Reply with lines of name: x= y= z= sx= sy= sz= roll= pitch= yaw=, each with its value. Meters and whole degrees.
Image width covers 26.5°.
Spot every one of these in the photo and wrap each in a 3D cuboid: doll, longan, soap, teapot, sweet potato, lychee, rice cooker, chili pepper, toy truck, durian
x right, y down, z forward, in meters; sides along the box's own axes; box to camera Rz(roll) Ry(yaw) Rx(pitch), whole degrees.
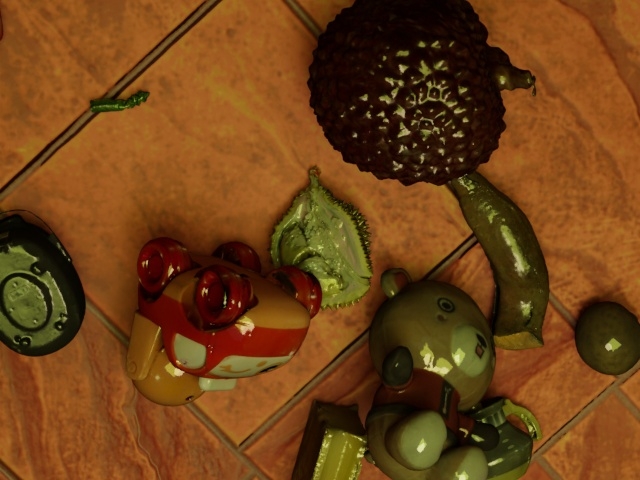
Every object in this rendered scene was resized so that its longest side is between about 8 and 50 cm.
doll: x=0.146 y=0.204 z=1.850 sx=0.235 sy=0.330 sz=0.174 roll=37 pitch=135 yaw=-24
longan: x=0.422 y=0.137 z=1.972 sx=0.119 sy=0.106 sz=0.106 roll=-45 pitch=108 yaw=-37
soap: x=-0.002 y=0.352 z=1.936 sx=0.076 sy=0.135 sz=0.233 roll=16 pitch=100 yaw=-11
teapot: x=0.252 y=0.288 z=1.974 sx=0.165 sy=0.130 sz=0.119 roll=-20 pitch=89 yaw=-36
sweet potato: x=0.259 y=0.025 z=1.922 sx=0.112 sy=0.085 sz=0.286 roll=-26 pitch=105 yaw=-15
lychee: x=0.131 y=-0.200 z=1.774 sx=0.300 sy=0.264 sz=0.264 roll=-1 pitch=103 yaw=12
rice cooker: x=-0.397 y=0.061 z=1.825 sx=0.142 sy=0.118 sz=0.203 roll=-29 pitch=108 yaw=-1
chili pepper: x=-0.270 y=-0.186 z=1.836 sx=0.083 sy=0.027 sz=0.022 roll=-11 pitch=111 yaw=-6
toy truck: x=-0.146 y=0.127 z=1.817 sx=0.189 sy=0.265 sz=0.239 roll=3 pitch=103 yaw=-46
durian: x=0.000 y=0.000 z=1.888 sx=0.146 sy=0.102 sz=0.208 roll=-12 pitch=79 yaw=13

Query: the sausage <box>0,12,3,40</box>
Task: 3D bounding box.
sausage: x=-0.445 y=-0.370 z=1.768 sx=0.034 sy=0.034 sz=0.253 roll=-8 pitch=103 yaw=-6
